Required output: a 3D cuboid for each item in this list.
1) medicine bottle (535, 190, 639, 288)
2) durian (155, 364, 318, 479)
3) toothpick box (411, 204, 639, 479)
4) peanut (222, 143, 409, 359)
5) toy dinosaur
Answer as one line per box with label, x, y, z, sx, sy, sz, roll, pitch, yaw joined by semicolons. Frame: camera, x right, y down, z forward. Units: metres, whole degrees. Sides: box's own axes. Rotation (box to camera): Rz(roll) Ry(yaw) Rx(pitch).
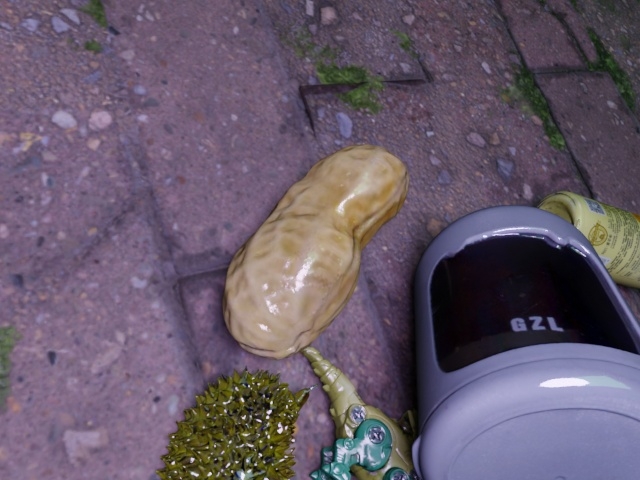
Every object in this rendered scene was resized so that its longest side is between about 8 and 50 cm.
medicine bottle;0.452;0.006;0.857;0.238;0.124;0.124;14;64;-19
durian;-0.087;0.224;0.529;0.137;0.095;0.221;23;64;-9
toothpick box;0.223;0.118;0.615;0.263;0.263;0.355;27;32;-11
peanut;0.000;0.000;0.642;0.147;0.147;0.306;36;59;-6
toy dinosaur;0.049;0.224;0.606;0.259;0.094;0.153;40;56;5
